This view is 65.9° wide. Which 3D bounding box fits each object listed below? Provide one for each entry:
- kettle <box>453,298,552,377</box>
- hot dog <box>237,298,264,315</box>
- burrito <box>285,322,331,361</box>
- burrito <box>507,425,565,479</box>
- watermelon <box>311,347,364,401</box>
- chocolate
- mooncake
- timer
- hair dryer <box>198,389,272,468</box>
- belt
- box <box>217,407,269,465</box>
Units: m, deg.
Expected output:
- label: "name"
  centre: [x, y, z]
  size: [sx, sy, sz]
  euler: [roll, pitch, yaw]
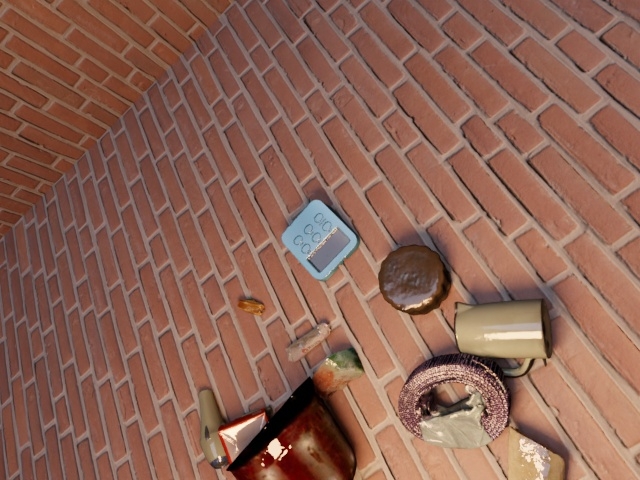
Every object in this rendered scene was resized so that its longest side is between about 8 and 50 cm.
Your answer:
- label: "kettle"
  centre: [0.526, 0.285, 1.429]
  size: [0.255, 0.165, 0.241]
  euler: [-9, 98, 30]
- label: "hot dog"
  centre: [-0.277, 0.264, 1.984]
  size: [0.133, 0.041, 0.057]
  euler: [13, 89, 28]
- label: "burrito"
  centre: [-0.044, 0.368, 1.795]
  size: [0.203, 0.064, 0.064]
  euler: [-40, 58, 16]
- label: "burrito"
  centre: [0.566, 0.657, 1.300]
  size: [0.143, 0.105, 0.300]
  euler: [1, 76, 26]
- label: "watermelon"
  centre: [0.024, 0.479, 1.685]
  size: [0.241, 0.154, 0.094]
  euler: [-51, 55, 24]
- label: "chocolate"
  centre: [-0.054, 0.677, 1.517]
  size: [0.331, 0.383, 0.384]
  euler: [41, 97, 11]
- label: "mooncake"
  centre: [0.311, 0.133, 1.623]
  size: [0.228, 0.124, 0.228]
  euler: [-11, 65, 24]
- label: "timer"
  centre: [0.000, 0.000, 1.874]
  size: [0.232, 0.091, 0.250]
  euler: [-48, 60, 8]
- label: "hair dryer"
  centre: [-0.362, 0.661, 1.883]
  size: [0.298, 0.119, 0.296]
  euler: [-46, 51, -9]
- label: "belt"
  centre: [0.382, 0.466, 1.425]
  size: [0.324, 0.122, 0.260]
  euler: [-23, 91, 24]
- label: "box"
  centre: [-0.258, 0.688, 1.736]
  size: [0.182, 0.099, 0.133]
  euler: [-22, 84, -11]
